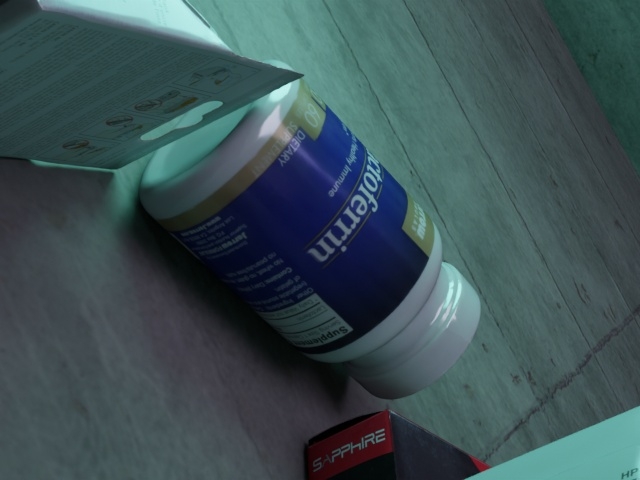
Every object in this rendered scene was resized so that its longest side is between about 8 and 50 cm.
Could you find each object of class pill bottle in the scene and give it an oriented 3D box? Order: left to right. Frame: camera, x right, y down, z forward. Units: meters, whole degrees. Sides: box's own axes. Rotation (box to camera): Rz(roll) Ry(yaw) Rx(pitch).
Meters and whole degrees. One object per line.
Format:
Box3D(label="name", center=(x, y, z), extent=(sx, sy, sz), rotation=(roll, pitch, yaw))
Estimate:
Box3D(label="pill bottle", center=(0.000, 0.000, 0.803), extent=(0.265, 0.153, 0.153), rotation=(45, 32, -25))

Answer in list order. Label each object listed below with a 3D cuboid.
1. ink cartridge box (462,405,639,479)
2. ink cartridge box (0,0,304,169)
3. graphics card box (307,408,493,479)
Box3D(label="ink cartridge box", center=(0.179, 0.278, 0.592), extent=(0.270, 0.198, 0.197), rotation=(51, 32, -11))
Box3D(label="ink cartridge box", center=(-0.152, -0.105, 0.629), extent=(0.232, 0.189, 0.066), rotation=(-7, 78, -58))
Box3D(label="graphics card box", center=(0.102, 0.328, 0.723), extent=(0.233, 0.094, 0.371), rotation=(35, 38, -36))
